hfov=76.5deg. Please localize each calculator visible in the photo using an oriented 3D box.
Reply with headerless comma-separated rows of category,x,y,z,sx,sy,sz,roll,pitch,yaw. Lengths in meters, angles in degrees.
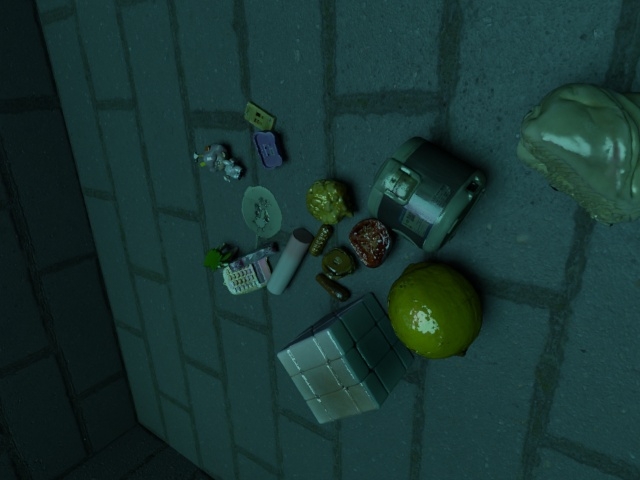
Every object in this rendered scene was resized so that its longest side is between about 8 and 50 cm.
calculator,-0.330,0.156,1.848,0.237,0.033,0.157,-19,97,2

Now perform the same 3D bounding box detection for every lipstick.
lipstick,-0.134,0.095,1.710,0.087,0.087,0.326,42,128,16

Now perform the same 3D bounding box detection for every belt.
belt,-0.298,0.071,1.790,0.232,0.071,0.053,-24,102,7

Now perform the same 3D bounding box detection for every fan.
fan,-0.278,-0.049,1.810,0.233,0.012,0.414,29,123,25

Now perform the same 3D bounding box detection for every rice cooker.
rice cooker,0.292,-0.134,1.167,0.277,0.288,0.288,36,126,18

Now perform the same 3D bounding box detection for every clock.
clock,-0.193,-0.357,1.581,0.110,0.050,0.152,-2,117,35

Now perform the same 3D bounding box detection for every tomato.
tomato,0.196,-0.002,1.423,0.174,0.082,0.166,-42,77,44

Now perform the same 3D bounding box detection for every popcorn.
popcorn,0.036,-0.137,1.449,0.180,0.170,0.179,160,90,-79

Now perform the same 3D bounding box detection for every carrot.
carrot,0.045,0.189,1.638,0.162,0.055,0.055,35,126,24

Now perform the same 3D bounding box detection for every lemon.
lemon,0.352,0.216,1.264,0.297,0.297,0.296,15,116,32

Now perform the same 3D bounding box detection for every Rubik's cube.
Rubik's cube,0.096,0.438,1.522,0.319,0.322,0.315,-35,87,40

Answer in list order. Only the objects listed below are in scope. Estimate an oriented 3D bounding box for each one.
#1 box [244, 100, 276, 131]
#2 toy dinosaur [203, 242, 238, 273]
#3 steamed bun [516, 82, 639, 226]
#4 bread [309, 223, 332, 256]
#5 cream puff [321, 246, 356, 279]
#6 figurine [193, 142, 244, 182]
box,-0.240,-0.483,1.600,0.149,0.020,0.073,38,128,19
toy dinosaur,-0.440,0.115,1.930,0.152,0.177,0.194,11,85,39
steamed bun,0.627,-0.213,0.894,0.237,0.394,0.346,-50,34,15
bread,0.000,0.000,1.598,0.052,0.044,0.157,37,127,13
cream puff,0.070,0.092,1.541,0.133,0.119,0.104,9,153,-3
figurine,-0.428,-0.343,1.748,0.229,0.112,0.137,32,134,7
